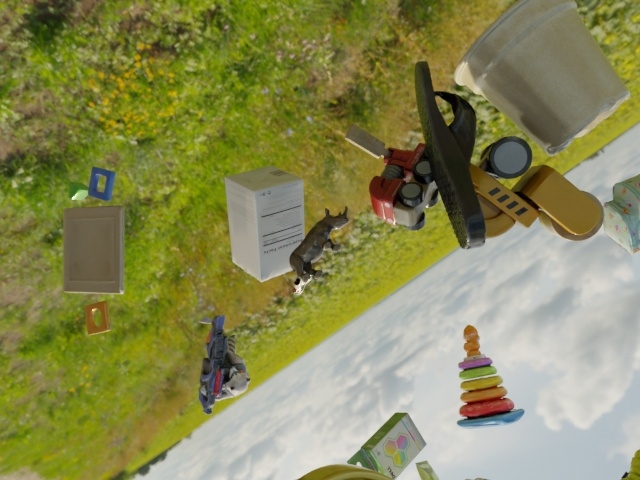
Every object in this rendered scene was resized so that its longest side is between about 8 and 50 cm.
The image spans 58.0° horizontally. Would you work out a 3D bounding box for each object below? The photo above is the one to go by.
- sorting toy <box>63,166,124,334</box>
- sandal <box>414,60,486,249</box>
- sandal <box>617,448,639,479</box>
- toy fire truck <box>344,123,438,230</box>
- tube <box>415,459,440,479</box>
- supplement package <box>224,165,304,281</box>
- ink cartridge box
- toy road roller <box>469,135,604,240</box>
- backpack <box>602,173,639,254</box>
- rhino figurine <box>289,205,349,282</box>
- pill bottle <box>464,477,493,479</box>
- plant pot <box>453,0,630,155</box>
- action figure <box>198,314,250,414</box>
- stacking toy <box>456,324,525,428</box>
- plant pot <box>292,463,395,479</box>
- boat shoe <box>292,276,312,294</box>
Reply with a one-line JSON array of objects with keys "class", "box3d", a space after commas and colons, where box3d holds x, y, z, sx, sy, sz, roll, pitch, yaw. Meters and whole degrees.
[{"class": "sorting toy", "box3d": [-0.468, 0.022, 1.214, 0.196, 0.348, 0.047, -1, 178, 31]}, {"class": "sandal", "box3d": [0.291, -0.191, 1.236, 0.107, 0.446, 0.167, -13, 158, 2]}, {"class": "sandal", "box3d": [0.937, 0.769, 1.735, 0.317, 0.126, 0.138, -23, 128, -30]}, {"class": "toy fire truck", "box3d": [0.168, -0.171, 1.426, 0.217, 0.246, 0.158, -56, 150, -27]}, {"class": "tube", "box3d": [0.303, 0.658, 1.418, 0.062, 0.240, 0.070, -15, 150, -20]}, {"class": "supplement package", "box3d": [-0.166, -0.056, 1.769, 0.175, 0.177, 0.293, -19, 121, -34]}, {"class": "ink cartridge box", "box3d": [0.183, 0.576, 1.569, 0.209, 0.109, 0.062, -34, -175, -31]}, {"class": "toy road roller", "box3d": [0.459, -0.077, 1.365, 0.240, 0.329, 0.202, -53, 176, 10]}, {"class": "backpack", "box3d": [0.808, -0.068, 1.471, 0.144, 0.188, 0.166, -14, -150, 1]}, {"class": "rhino figurine", "box3d": [0.000, 0.000, 1.620, 0.243, 0.106, 0.073, -54, 137, -2]}, {"class": "pill bottle", "box3d": [0.527, 0.796, 1.816, 0.086, 0.152, 0.086, -165, -90, -79]}, {"class": "plant pot", "box3d": [0.550, -0.387, 1.393, 0.334, 0.305, 0.334, -34, 169, -7]}, {"class": "action figure", "box3d": [-0.310, 0.375, 1.903, 0.178, 0.330, 0.341, 3, 112, -29]}, {"class": "stacking toy", "box3d": [0.478, 0.405, 1.746, 0.175, 0.302, 0.165, 4, 160, -45]}, {"class": "plant pot", "box3d": [0.014, 0.488, 0.943, 0.254, 0.254, 0.239, -31, 180, -23]}, {"class": "boat shoe", "box3d": [-0.076, 0.153, 2.106, 0.043, 0.049, 0.137, 4, 144, -29]}]
